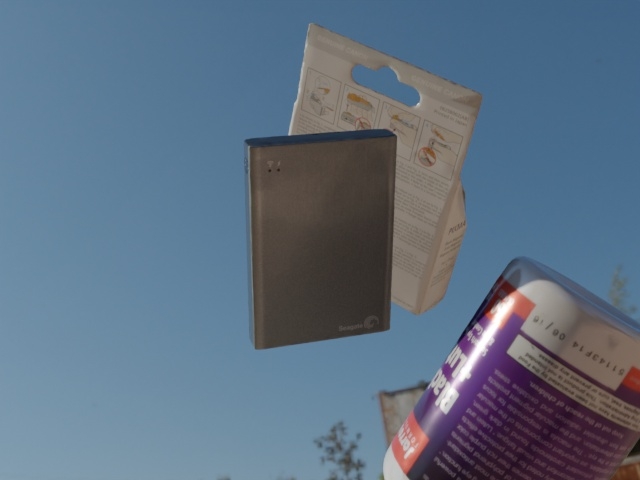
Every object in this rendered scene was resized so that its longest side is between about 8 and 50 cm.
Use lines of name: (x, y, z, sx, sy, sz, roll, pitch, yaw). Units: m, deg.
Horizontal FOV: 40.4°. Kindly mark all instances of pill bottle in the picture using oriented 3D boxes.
pill bottle: (0.102, 0.115, 0.482, 0.108, 0.108, 0.194, 21, -77, -48)

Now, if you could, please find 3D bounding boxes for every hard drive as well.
hard drive: (0.000, 0.000, 0.553, 0.094, 0.022, 0.135, -7, -67, -17)

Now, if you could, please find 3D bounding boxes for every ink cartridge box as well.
ink cartridge box: (0.055, -0.068, 0.826, 0.066, 0.189, 0.232, -26, -42, -51)
